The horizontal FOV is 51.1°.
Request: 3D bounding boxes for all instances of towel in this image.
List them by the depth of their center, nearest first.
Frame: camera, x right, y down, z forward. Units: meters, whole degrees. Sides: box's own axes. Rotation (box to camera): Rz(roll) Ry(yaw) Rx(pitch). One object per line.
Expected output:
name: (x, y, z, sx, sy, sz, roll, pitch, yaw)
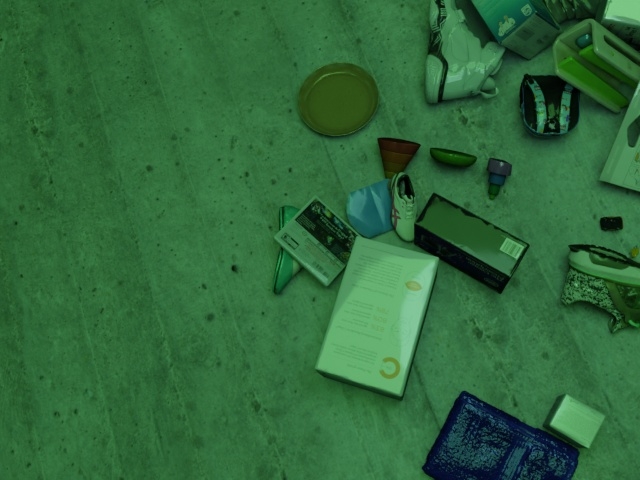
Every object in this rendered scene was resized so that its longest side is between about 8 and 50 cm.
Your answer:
towel: (0.421, 0.517, 1.564, 0.308, 0.076, 0.227, 26, 77, 15)

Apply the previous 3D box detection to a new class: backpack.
backpack: (0.610, -0.347, 1.783, 0.158, 0.117, 0.173, 1, 72, 8)

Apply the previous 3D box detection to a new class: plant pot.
plant pot: (0.052, -0.403, 1.928, 0.237, 0.032, 0.236, -2, 73, 7)

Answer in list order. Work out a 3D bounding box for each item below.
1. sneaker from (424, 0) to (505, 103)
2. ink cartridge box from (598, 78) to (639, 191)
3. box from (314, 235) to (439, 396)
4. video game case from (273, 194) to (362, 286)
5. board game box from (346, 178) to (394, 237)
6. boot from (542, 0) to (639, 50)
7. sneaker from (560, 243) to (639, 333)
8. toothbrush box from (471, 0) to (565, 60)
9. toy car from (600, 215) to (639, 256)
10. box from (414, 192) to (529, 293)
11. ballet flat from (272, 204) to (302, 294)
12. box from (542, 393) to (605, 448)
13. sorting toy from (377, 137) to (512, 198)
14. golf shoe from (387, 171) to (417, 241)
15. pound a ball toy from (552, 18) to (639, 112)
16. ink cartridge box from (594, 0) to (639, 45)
sneaker: (0.404, -0.555, 1.873, 0.210, 0.137, 0.365, 4, 78, 9)
ink cartridge box: (0.874, -0.251, 1.662, 0.261, 0.066, 0.296, 20, 110, 12)
box: (0.146, 0.195, 1.656, 0.215, 0.168, 0.345, 15, 75, 12)
video game case: (0.000, 0.000, 1.769, 0.190, 0.022, 0.173, 42, 67, 3)
board game box: (0.152, -0.085, 1.810, 0.169, 0.033, 0.133, -21, 91, -7)
boot: (0.748, -0.640, 1.873, 0.223, 0.118, 0.338, -20, 69, 12)
sneaker: (0.773, 0.150, 1.622, 0.411, 0.158, 0.182, 23, 108, 13)
toothbrush box: (0.508, -0.664, 1.832, 0.126, 0.216, 0.295, -39, 66, 32)
toy car: (0.765, -0.012, 1.709, 0.041, 0.060, 0.122, -20, 86, -44)
box: (0.369, 0.010, 1.673, 0.261, 0.184, 0.103, 31, 82, 16)
ballet flat: (-0.076, 0.025, 1.791, 0.087, 0.083, 0.247, 6, 75, -5)
box: (0.587, 0.420, 1.556, 0.102, 0.101, 0.087, 30, 80, 16)
sorting toy: (0.321, -0.185, 1.802, 0.366, 0.127, 0.126, 13, 105, 10)
golf shoe: (0.219, -0.087, 1.759, 0.068, 0.086, 0.186, -12, 91, -8)
pound a ball toy: (0.775, -0.457, 1.695, 0.319, 0.208, 0.135, 18, 64, -29)
ink cartridge box: (0.839, -0.555, 1.664, 0.278, 0.201, 0.117, 16, 98, 12)
